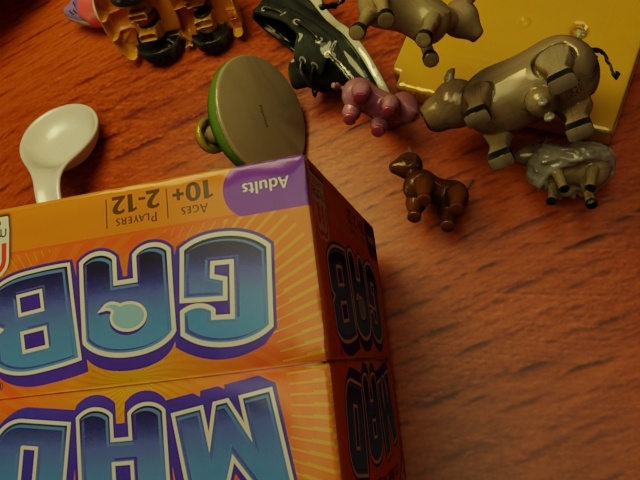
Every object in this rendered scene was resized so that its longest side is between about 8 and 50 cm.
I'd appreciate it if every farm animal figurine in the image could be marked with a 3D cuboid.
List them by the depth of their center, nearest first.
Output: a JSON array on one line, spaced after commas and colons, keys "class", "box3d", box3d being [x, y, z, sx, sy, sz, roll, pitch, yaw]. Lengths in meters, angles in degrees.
[{"class": "farm animal figurine", "box3d": [0.193, -0.190, 0.855, 0.327, 0.330, 0.172, -5, 40, 16]}]

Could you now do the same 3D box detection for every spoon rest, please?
[{"class": "spoon rest", "box3d": [-0.413, -0.117, 1.084, 0.137, 0.084, 0.276, -17, 58, 2]}]

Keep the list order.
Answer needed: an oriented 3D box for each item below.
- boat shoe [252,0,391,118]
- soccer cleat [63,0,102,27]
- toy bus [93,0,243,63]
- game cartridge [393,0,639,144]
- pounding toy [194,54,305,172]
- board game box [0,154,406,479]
[{"class": "boat shoe", "box3d": [-0.006, -0.276, 1.021, 0.113, 0.127, 0.340, -34, 64, 2]}, {"class": "soccer cleat", "box3d": [-0.372, -0.529, 1.230, 0.117, 0.108, 0.318, 6, 75, 22]}, {"class": "toy bus", "box3d": [-0.241, -0.425, 1.146, 0.220, 0.149, 0.211, -7, 53, 11]}, {"class": "game cartridge", "box3d": [0.296, -0.303, 0.994, 0.324, 0.052, 0.285, 18, 77, 23]}, {"class": "pounding toy", "box3d": [-0.120, -0.144, 1.004, 0.110, 0.183, 0.236, -13, 69, 38]}, {"class": "board game box", "box3d": [-0.122, 0.150, 0.748, 0.357, 0.356, 0.356, -9, 79, 13]}]
